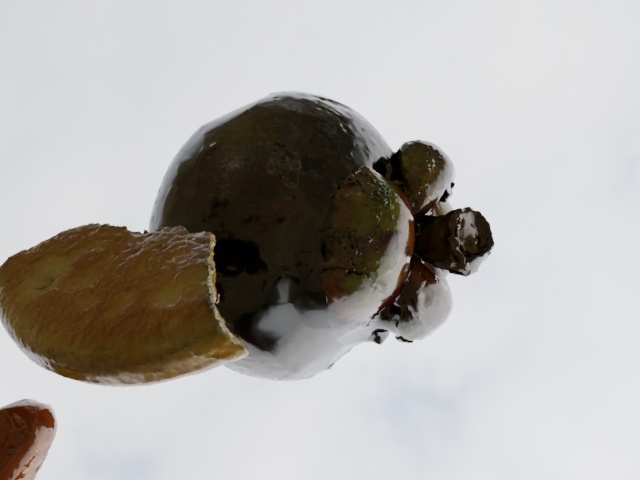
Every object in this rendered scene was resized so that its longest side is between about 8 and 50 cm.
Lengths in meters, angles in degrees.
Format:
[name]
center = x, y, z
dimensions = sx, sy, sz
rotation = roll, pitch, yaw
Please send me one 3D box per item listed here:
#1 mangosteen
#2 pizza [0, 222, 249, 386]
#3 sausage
[mangosteen]
center = -0.012, -0.016, 1.267
dimensions = 0.421, 0.381, 0.381
rotation = -17, -126, 1
[pizza]
center = -0.203, 0.059, 0.974
dimensions = 0.365, 0.074, 0.182
rotation = 3, -132, 33
[sausage]
center = -0.332, 0.236, 0.983
dimensions = 0.089, 0.089, 0.179
rotation = 13, -116, 33
